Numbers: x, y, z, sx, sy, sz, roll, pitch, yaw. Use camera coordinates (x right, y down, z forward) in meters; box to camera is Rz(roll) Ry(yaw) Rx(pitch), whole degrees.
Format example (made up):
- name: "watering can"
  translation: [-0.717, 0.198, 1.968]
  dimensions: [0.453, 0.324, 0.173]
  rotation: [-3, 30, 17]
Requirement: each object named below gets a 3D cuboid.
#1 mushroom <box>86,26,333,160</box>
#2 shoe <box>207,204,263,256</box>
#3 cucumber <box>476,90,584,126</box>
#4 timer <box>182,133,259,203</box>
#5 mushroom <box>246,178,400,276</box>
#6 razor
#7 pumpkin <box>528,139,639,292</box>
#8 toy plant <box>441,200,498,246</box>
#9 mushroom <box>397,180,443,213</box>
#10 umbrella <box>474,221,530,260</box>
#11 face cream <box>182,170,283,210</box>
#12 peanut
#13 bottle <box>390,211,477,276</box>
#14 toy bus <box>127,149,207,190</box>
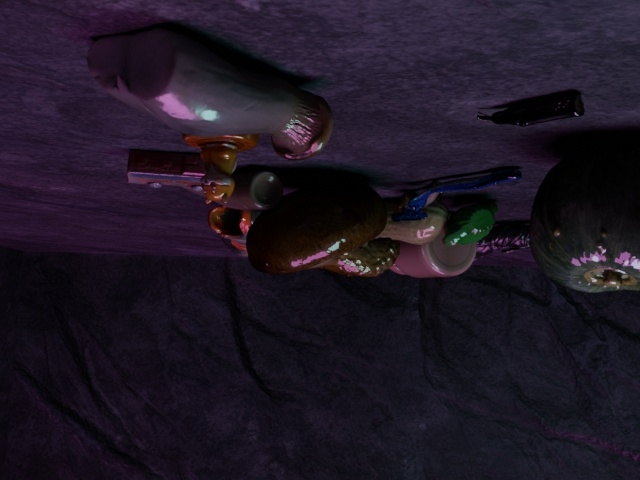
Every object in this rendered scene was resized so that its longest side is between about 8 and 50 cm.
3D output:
- name: "mushroom"
  translation: [-0.126, -0.190, 1.132]
  dimensions: [0.329, 0.122, 0.159]
  rotation: [11, -154, -46]
- name: "shoe"
  translation: [-0.233, -0.039, 2.327]
  dimensions: [0.171, 0.132, 0.336]
  rotation: [12, 168, -26]
- name: "cucumber"
  translation: [0.301, -0.182, 1.244]
  dimensions: [0.043, 0.039, 0.163]
  rotation: [34, 153, -35]
- name: "timer"
  translation: [-0.158, -0.133, 1.352]
  dimensions: [0.132, 0.152, 0.132]
  rotation: [3, 173, 0]
- name: "mushroom"
  translation: [-0.009, -0.024, 1.898]
  dimensions: [0.345, 0.239, 0.345]
  rotation: [-14, 157, -6]
- name: "razor"
  translation: [0.285, -0.105, 1.800]
  dimensions: [0.093, 0.056, 0.324]
  rotation: [-5, 168, -40]
- name: "pumpkin"
  translation: [0.527, -0.035, 1.466]
  dimensions: [0.328, 0.257, 0.291]
  rotation: [8, 162, 18]
- name: "toy plant"
  translation: [0.360, -0.042, 2.080]
  dimensions: [0.155, 0.088, 0.240]
  rotation: [-37, 178, 14]
- name: "mushroom"
  translation: [0.231, -0.100, 1.946]
  dimensions: [0.060, 0.061, 0.187]
  rotation: [14, 158, -19]
- name: "umbrella"
  translation: [0.478, 0.001, 2.425]
  dimensions: [0.358, 0.106, 0.113]
  rotation: [-2, 168, 34]
- name: "face cream"
  translation: [-0.202, -0.109, 1.931]
  dimensions: [0.137, 0.084, 0.341]
  rotation: [20, 171, -31]
- name: "peanut"
  translation: [0.202, -0.045, 2.123]
  dimensions: [0.274, 0.111, 0.125]
  rotation: [0, 153, 43]
- name: "bottle"
  translation: [0.272, 0.007, 2.376]
  dimensions: [0.206, 0.173, 0.297]
  rotation: [38, 164, -16]
- name: "toy bus"
  translation: [-0.288, -0.141, 1.724]
  dimensions: [0.192, 0.065, 0.077]
  rotation: [3, 166, -6]
